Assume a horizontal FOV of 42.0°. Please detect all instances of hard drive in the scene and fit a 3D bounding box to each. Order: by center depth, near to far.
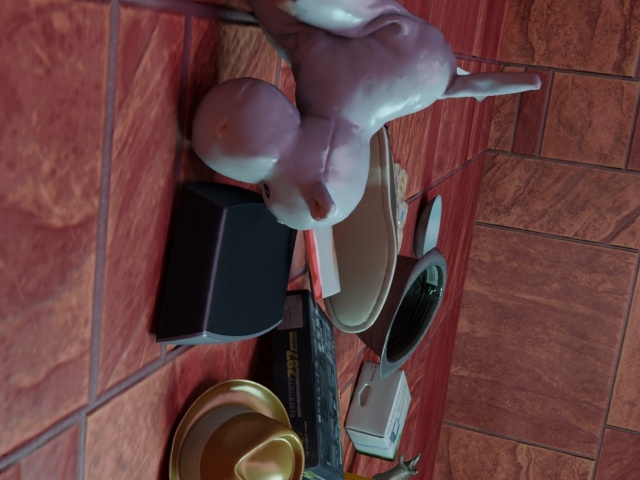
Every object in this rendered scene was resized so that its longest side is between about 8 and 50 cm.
[{"bbox_3d":[-0.088,0.029,0.901,0.254,0.054,0.172,7,93,-74],"label":"hard drive"}]

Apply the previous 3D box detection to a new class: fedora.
[{"bbox_3d":[-0.077,0.246,0.922,0.194,0.079,0.195,2,88,-49],"label":"fedora"},{"bbox_3d":[0.124,0.113,1.520,0.275,0.124,0.244,-37,142,-49],"label":"fedora"}]

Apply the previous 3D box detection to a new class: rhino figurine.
[{"bbox_3d":[0.130,0.542,1.797,0.243,0.073,0.106,-38,152,-16],"label":"rhino figurine"}]

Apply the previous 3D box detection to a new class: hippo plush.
[{"bbox_3d":[0.000,-0.131,0.836,0.237,0.294,0.234,-60,-166,-2],"label":"hippo plush"}]

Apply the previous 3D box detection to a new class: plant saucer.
[{"bbox_3d":[0.268,-0.023,2.111,0.195,0.037,0.195,11,90,-75],"label":"plant saucer"}]

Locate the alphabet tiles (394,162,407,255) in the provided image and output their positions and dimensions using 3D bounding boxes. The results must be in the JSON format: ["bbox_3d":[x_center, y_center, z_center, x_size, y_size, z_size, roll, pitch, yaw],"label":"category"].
[{"bbox_3d":[0.132,-0.010,1.686,0.278,0.021,0.284,16,85,-74],"label":"alphabet tiles"}]

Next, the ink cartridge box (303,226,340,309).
[{"bbox_3d":[0.000,0.000,1.053,0.179,0.045,0.146,-124,-154,-83],"label":"ink cartridge box"}]

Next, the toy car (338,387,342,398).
[{"bbox_3d":[0.012,0.301,1.441,0.060,0.040,0.122,-16,115,-72],"label":"toy car"}]

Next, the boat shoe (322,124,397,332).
[{"bbox_3d":[0.062,-0.026,1.250,0.096,0.116,0.325,14,76,-75],"label":"boat shoe"}]

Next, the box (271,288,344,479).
[{"bbox_3d":[-0.016,0.204,1.133,0.183,0.059,0.233,59,25,-66],"label":"box"}]

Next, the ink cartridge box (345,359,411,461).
[{"bbox_3d":[0.126,0.367,1.782,0.212,0.093,0.154,68,37,-59],"label":"ink cartridge box"}]

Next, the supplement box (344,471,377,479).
[{"bbox_3d":[0.047,0.540,1.441,0.357,0.195,0.194,75,30,-58],"label":"supplement box"}]
